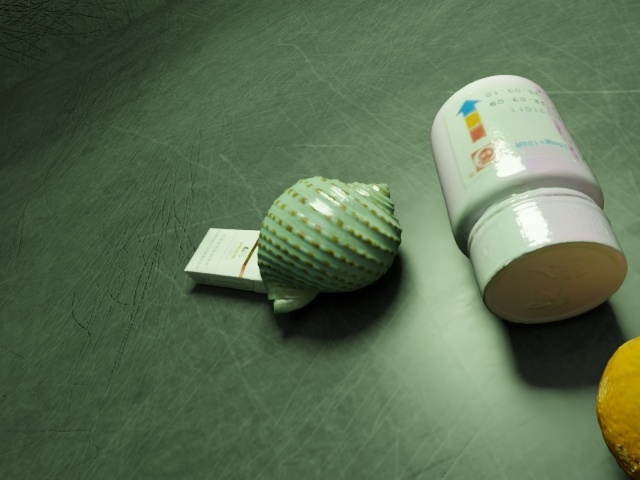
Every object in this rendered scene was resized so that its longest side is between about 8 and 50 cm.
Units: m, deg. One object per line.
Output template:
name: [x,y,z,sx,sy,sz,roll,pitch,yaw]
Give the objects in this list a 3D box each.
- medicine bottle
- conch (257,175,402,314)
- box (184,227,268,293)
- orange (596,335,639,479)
medicine bottle: [0.209,-0.051,0.540,0.151,0.152,0.255,-16,47,15]
conch: [0.001,-0.007,0.614,0.200,0.131,0.172,-38,63,-16]
box: [-0.115,0.027,0.729,0.154,0.040,0.084,5,52,31]
orange: [0.277,0.127,0.369,0.135,0.118,0.136,-20,39,17]
